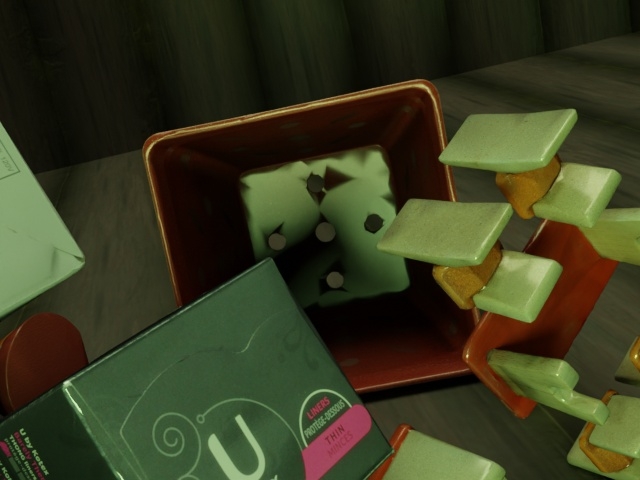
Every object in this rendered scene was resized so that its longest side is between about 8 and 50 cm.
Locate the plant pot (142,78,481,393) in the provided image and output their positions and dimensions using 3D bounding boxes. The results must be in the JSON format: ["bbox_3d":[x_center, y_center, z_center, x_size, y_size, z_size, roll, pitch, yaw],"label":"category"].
[{"bbox_3d":[0.000,0.000,0.980,0.267,0.267,0.236,-11,6,3],"label":"plant pot"}]

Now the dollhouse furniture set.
[{"bbox_3d":[0.125,0.082,0.644,0.135,0.262,0.259,9,58,54],"label":"dollhouse furniture set"}]

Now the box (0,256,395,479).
[{"bbox_3d":[-0.119,0.145,0.593,0.270,0.143,0.165,-32,1,43],"label":"box"}]

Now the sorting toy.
[{"bbox_3d":[-0.359,0.177,0.858,0.126,0.127,0.365,-8,16,27],"label":"sorting toy"}]

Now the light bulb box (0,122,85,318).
[{"bbox_3d":[-0.459,-0.019,0.811,0.361,0.357,0.225,-28,4,34],"label":"light bulb box"}]
